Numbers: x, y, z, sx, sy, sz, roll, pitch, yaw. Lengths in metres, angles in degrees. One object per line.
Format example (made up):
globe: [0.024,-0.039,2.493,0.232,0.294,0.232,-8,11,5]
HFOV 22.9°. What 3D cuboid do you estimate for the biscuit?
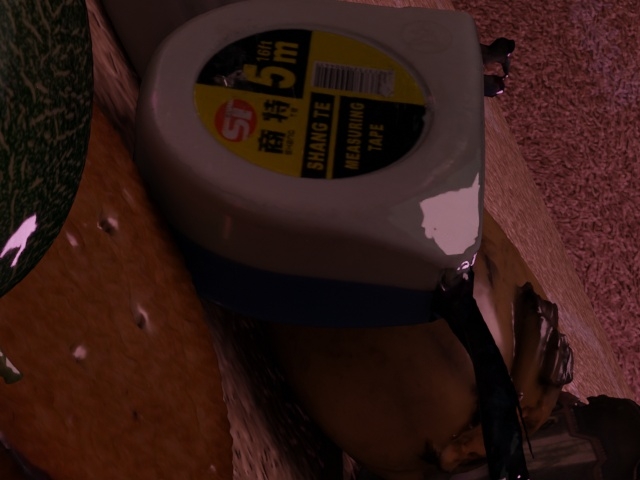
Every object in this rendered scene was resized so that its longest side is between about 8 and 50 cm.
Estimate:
biscuit: [-0.123,0.013,0.693,0.305,0.038,0.305,59,14,-25]

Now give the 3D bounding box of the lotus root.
lotus root: [0.038,0.019,1.024,0.183,0.182,0.310,47,11,-50]

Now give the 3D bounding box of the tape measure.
tape measure: [0.000,0.000,0.842,0.351,0.215,0.098,-86,-177,-48]

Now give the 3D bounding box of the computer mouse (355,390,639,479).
computer mouse: [0.125,0.202,0.976,0.389,0.199,0.115,-67,141,-72]

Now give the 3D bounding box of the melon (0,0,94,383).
melon: [-0.161,-0.080,0.414,0.288,0.182,0.182,60,14,-6]

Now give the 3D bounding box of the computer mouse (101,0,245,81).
computer mouse: [-0.074,-0.156,1.019,0.231,0.128,0.079,63,12,15]

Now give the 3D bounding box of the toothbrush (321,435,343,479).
toothbrush: [0.010,0.151,0.984,0.194,0.017,0.014,-95,161,-63]
